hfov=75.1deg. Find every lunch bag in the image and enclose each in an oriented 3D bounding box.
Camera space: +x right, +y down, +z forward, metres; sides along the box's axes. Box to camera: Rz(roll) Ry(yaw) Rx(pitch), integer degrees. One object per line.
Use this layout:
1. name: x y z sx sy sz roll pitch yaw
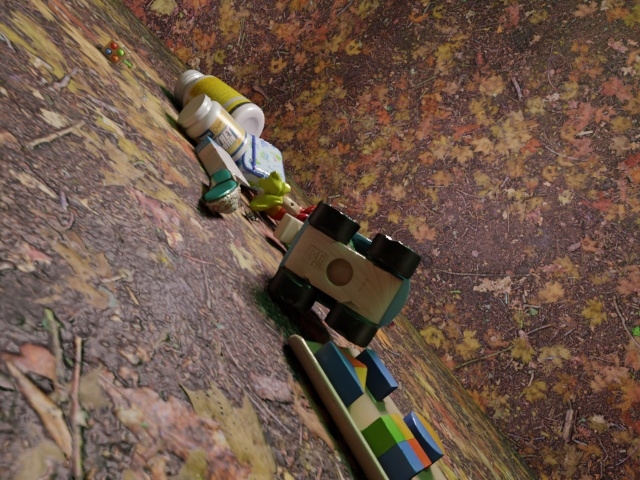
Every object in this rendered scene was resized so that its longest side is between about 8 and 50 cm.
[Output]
1. lunch bag: -0.216 -0.266 1.452 0.176 0.090 0.219 24 39 -29

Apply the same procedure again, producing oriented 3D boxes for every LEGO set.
1. LEGO set: -0.209 -0.075 1.186 0.083 0.023 0.054 37 -3 31

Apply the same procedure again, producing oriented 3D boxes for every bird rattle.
1. bird rattle: -0.120 -0.115 1.386 0.253 0.143 0.206 28 -16 -34

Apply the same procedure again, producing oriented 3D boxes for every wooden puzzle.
1. wooden puzzle: 0.111 0.313 0.774 0.322 0.080 0.348 53 7 32

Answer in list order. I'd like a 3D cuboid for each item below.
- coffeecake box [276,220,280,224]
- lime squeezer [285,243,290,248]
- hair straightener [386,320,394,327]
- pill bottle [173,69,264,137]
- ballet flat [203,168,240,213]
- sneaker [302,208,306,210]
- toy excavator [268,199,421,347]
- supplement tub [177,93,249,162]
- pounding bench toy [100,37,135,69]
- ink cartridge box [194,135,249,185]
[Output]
1. coffeecake box: -0.075 -0.019 1.522 0.142 0.068 0.185 43 9 -49
2. lime squeezer: -0.017 0.102 1.257 0.310 0.059 0.110 50 7 18
3. hair straightener: 0.250 0.302 1.916 0.230 0.047 0.089 53 7 30
4. pill bottle: -0.386 -0.493 1.556 0.334 0.188 0.188 39 3 18
5. ballet flat: -0.226 -0.108 0.999 0.241 0.091 0.077 -109 179 -64
6. sneaker: -0.001 0.000 1.852 0.313 0.116 0.136 39 20 -24
7. toy excavator: 0.020 0.051 1.049 0.432 0.222 0.445 31 0 14
8. supplement tub: -0.342 -0.355 1.344 0.199 0.144 0.144 43 9 -40
9. pounding bench toy: -0.579 -0.533 1.208 0.083 0.052 0.065 46 7 -27
10. ink cartridge box: -0.293 -0.216 1.234 0.181 0.061 0.104 53 8 36
